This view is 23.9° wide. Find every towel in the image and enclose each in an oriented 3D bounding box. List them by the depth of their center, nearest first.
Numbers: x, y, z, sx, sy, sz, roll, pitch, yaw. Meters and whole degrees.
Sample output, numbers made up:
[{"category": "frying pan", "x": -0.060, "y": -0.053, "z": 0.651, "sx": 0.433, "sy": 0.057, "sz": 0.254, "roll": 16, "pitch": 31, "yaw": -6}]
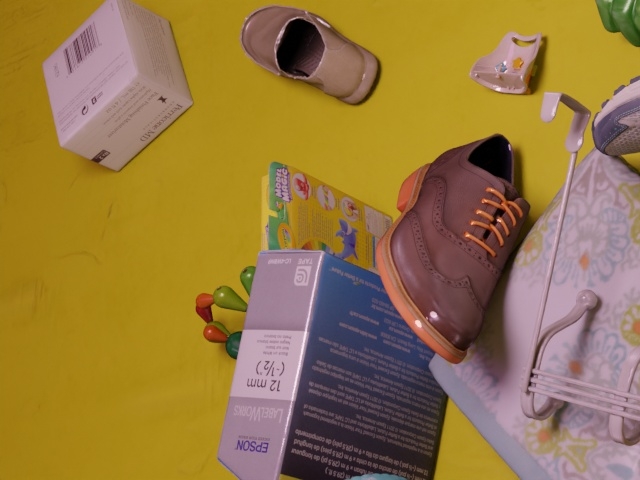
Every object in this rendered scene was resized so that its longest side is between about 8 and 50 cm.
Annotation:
[{"category": "towel", "x": 0.305, "y": 0.121, "z": 1.551, "sx": 0.320, "sy": 0.090, "sz": 0.374, "roll": -52, "pitch": 45, "yaw": 11}]

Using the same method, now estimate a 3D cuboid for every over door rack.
[{"category": "over door rack", "x": 0.317, "y": 0.032, "z": 1.421, "sx": 0.239, "sy": 0.108, "sz": 0.324, "roll": 11, "pitch": 99, "yaw": 46}]

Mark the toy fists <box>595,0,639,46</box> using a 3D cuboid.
[{"category": "toy fists", "x": 0.418, "y": -0.285, "z": 1.607, "sx": 0.279, "sy": 0.096, "sz": 0.142, "roll": -4, "pitch": 71, "yaw": 42}]

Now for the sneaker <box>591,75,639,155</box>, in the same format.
[{"category": "sneaker", "x": 0.408, "y": -0.115, "z": 1.512, "sx": 0.283, "sy": 0.110, "sz": 0.122, "roll": -13, "pitch": 71, "yaw": 27}]

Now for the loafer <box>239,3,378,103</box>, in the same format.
[{"category": "loafer", "x": -0.030, "y": -0.265, "z": 2.036, "sx": 0.268, "sy": 0.092, "sz": 0.102, "roll": 29, "pitch": 94, "yaw": 47}]

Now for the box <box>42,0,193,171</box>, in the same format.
[{"category": "box", "x": -0.307, "y": -0.237, "z": 2.276, "sx": 0.181, "sy": 0.119, "sz": 0.182, "roll": -39, "pitch": 50, "yaw": 26}]

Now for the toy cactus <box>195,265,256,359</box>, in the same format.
[{"category": "toy cactus", "x": -0.068, "y": 0.121, "z": 1.921, "sx": 0.219, "sy": 0.112, "sz": 0.181, "roll": -21, "pitch": 78, "yaw": 34}]

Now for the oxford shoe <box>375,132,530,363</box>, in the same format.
[{"category": "oxford shoe", "x": 0.151, "y": -0.008, "z": 1.633, "sx": 0.132, "sy": 0.130, "sz": 0.364, "roll": -40, "pitch": 21, "yaw": 26}]

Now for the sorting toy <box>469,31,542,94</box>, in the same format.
[{"category": "sorting toy", "x": 0.232, "y": -0.216, "z": 1.800, "sx": 0.083, "sy": 0.045, "sz": 0.075, "roll": 11, "pitch": 73, "yaw": 47}]

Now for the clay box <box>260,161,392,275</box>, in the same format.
[{"category": "clay box", "x": 0.000, "y": 0.000, "z": 1.798, "sx": 0.053, "sy": 0.222, "sz": 0.127, "roll": -21, "pitch": 59, "yaw": 37}]

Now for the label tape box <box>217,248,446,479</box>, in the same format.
[{"category": "label tape box", "x": 0.015, "y": 0.209, "z": 1.672, "sx": 0.115, "sy": 0.249, "sz": 0.348, "roll": 1, "pitch": 73, "yaw": 44}]

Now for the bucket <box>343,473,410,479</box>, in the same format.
[{"category": "bucket", "x": 0.071, "y": 0.381, "z": 1.508, "sx": 0.281, "sy": 0.281, "sz": 0.183, "roll": -59, "pitch": 38, "yaw": 7}]
